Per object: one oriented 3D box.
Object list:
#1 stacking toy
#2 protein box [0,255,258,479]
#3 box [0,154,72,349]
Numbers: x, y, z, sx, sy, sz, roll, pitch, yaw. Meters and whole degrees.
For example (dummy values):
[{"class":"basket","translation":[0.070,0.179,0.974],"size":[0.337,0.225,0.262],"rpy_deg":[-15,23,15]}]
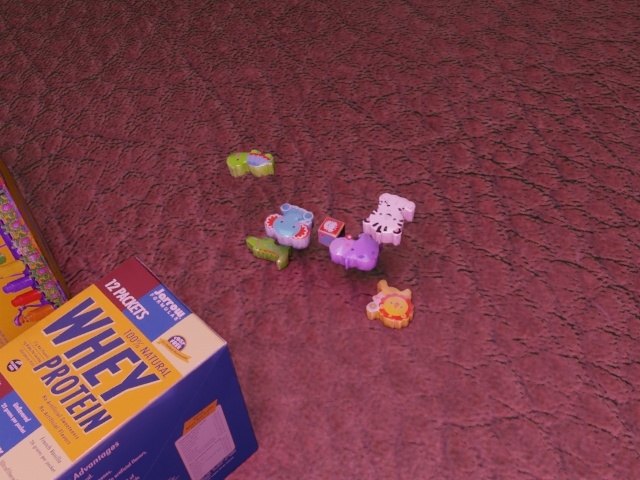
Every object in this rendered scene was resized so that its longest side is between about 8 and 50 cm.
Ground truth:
[{"class":"stacking toy","translation":[0.000,0.000,0.864],"size":[0.221,0.167,0.052],"rpy_deg":[21,56,20]},{"class":"protein box","translation":[-0.184,0.165,0.723],"size":[0.200,0.201,0.136],"rpy_deg":[-38,57,-23]},{"class":"box","translation":[-0.429,0.024,0.806],"size":[0.279,0.290,0.177],"rpy_deg":[-25,53,-15]}]
